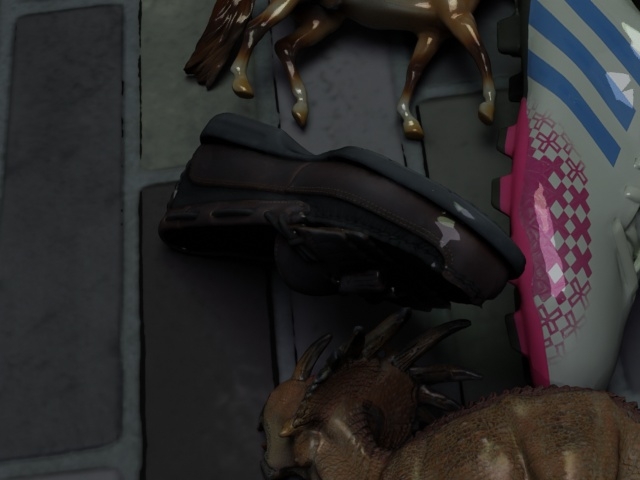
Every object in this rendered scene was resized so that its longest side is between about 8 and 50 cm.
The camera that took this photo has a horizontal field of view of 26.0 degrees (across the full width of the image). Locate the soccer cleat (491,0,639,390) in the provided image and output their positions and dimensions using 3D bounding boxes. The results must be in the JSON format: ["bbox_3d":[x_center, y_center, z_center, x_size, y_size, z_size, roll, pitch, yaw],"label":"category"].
[{"bbox_3d":[0.182,-0.053,0.852,0.143,0.116,0.331,-5,60,15],"label":"soccer cleat"}]

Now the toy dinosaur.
[{"bbox_3d":[0.097,0.123,0.748,0.296,0.127,0.200,-3,57,8],"label":"toy dinosaur"}]

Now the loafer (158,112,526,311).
[{"bbox_3d":[0.000,0.000,0.829,0.095,0.109,0.302,-53,34,-10],"label":"loafer"}]

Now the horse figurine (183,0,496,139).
[{"bbox_3d":[0.033,-0.159,0.997,0.263,0.066,0.174,6,63,7],"label":"horse figurine"}]
